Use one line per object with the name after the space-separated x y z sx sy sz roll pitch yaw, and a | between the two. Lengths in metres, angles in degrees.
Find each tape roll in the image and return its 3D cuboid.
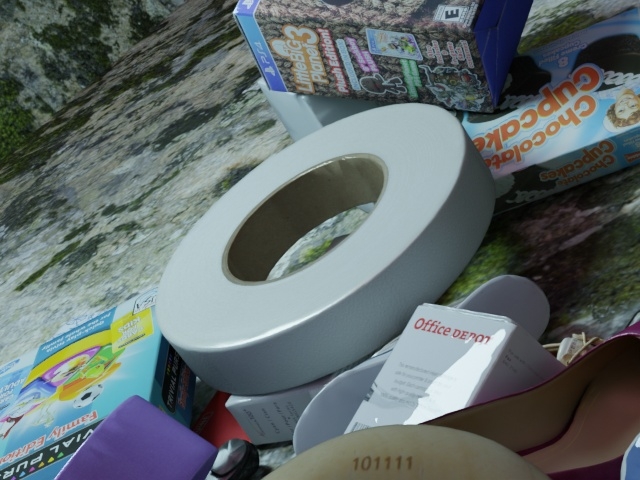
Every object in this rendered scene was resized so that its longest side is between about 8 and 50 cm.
0.000 0.000 1.501 0.392 0.072 0.392 -27 28 16 | tape roll
-0.199 0.269 1.204 0.275 0.090 0.275 -56 -6 -8 | tape roll

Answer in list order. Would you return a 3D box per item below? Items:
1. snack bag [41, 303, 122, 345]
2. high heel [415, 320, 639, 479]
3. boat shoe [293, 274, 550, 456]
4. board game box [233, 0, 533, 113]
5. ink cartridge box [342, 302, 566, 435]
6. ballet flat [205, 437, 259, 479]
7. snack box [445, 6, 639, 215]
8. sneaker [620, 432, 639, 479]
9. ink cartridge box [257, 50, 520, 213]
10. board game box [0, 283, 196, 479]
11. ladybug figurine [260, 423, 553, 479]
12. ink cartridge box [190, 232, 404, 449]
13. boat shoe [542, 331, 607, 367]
-0.290 0.166 1.774 0.323 0.037 0.342 -14 23 36 | snack bag
0.174 0.124 1.030 0.377 0.181 0.127 -43 37 -16 | high heel
0.092 0.125 1.302 0.267 0.096 0.088 -40 -7 -3 | boat shoe
0.086 -0.292 1.647 0.291 0.141 0.232 8 59 24 | board game box
0.097 0.157 1.160 0.190 0.082 0.139 -57 27 -14 | ink cartridge box
-0.121 0.266 1.376 0.173 0.049 0.057 -44 47 -13 | ballet flat
0.231 -0.129 1.597 0.322 0.060 0.187 -21 44 22 | snack box
0.352 0.138 0.876 0.315 0.127 0.182 -36 24 11 | sneaker
0.099 -0.195 1.830 0.270 0.197 0.198 -37 22 -9 | ink cartridge box
-0.261 0.198 1.514 0.254 0.079 0.336 -28 23 11 | board game box
0.041 0.308 0.782 0.305 0.162 0.449 -2 42 13 | ladybug figurine
-0.021 0.104 1.535 0.261 0.066 0.296 -16 27 36 | ink cartridge box
0.216 0.109 1.192 0.170 0.059 0.063 -16 27 38 | boat shoe
